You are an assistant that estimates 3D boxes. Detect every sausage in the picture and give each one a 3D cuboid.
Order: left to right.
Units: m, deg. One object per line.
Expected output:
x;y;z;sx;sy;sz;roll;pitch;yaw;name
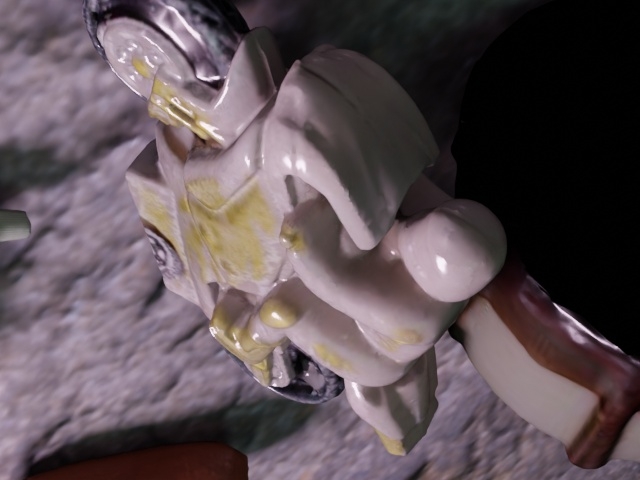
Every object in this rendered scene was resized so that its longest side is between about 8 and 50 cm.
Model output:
-0.142;0.186;0.924;0.194;0.077;0.077;-10;137;-23;sausage

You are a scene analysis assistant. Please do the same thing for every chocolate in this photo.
0.199;0.002;0.796;0.284;0.283;0.186;-16;154;-14;chocolate

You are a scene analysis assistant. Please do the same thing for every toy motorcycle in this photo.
0.000;0.000;0.706;0.108;0.223;0.340;-54;149;-30;toy motorcycle

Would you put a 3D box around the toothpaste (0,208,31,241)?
-0.260;-0.006;0.680;0.218;0.041;0.064;-1;122;-24;toothpaste
